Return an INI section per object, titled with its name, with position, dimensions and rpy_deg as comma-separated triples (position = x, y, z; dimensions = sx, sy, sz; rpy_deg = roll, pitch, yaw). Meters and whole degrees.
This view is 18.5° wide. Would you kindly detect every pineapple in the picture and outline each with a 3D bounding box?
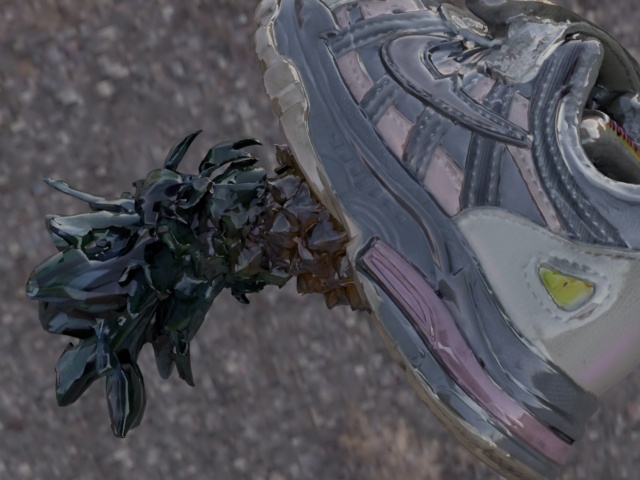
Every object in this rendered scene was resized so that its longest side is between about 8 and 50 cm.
[pineapple]
position = 0.000, 0.000, 0.697
dimensions = 0.221, 0.083, 0.103
rpy_deg = -16, 84, 19

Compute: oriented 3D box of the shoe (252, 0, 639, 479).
[shoe]
position = 0.049, -0.026, 0.539
dimensions = 0.092, 0.089, 0.180
rpy_deg = -33, 54, 16
